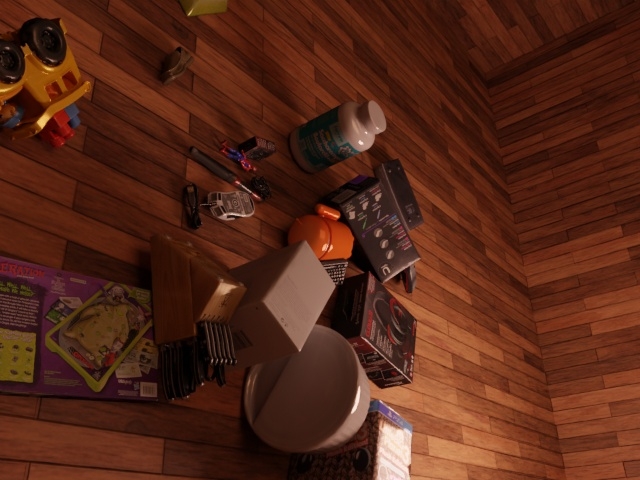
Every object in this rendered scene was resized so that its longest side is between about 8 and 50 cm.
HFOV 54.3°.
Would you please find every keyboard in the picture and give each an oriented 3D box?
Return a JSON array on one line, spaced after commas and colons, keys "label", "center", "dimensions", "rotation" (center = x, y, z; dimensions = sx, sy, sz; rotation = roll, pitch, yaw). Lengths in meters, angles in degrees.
[{"label": "keyboard", "center": [-0.005, 0.104, 1.617], "dimensions": [0.180, 0.108, 0.023], "rotation": [-4, 31, -41]}]

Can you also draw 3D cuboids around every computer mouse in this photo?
[{"label": "computer mouse", "center": [-0.232, -0.076, 1.436], "dimensions": [0.193, 0.042, 0.106], "rotation": [-1, 69, -50]}]

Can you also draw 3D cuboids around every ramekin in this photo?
[{"label": "ramekin", "center": [-0.019, 0.325, 1.327], "dimensions": [0.127, 0.273, 0.273], "rotation": [49, 35, -49]}]

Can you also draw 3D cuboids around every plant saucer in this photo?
[{"label": "plant saucer", "center": [-0.327, -0.693, 1.641], "dimensions": [0.188, 0.045, 0.188], "rotation": [63, 32, -9]}]

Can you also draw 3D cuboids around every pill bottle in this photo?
[{"label": "pill bottle", "center": [0.052, -0.301, 1.770], "dimensions": [0.146, 0.264, 0.146], "rotation": [32, 47, -43]}]

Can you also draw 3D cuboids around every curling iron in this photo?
[{"label": "curling iron", "center": [-0.217, -0.160, 1.509], "dimensions": [0.274, 0.035, 0.068], "rotation": [26, 48, -48]}]

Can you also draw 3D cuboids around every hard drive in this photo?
[{"label": "hard drive", "center": [0.279, -0.160, 2.220], "dimensions": [0.172, 0.054, 0.254], "rotation": [-25, 93, -58]}]

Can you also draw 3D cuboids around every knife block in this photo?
[{"label": "knife block", "center": [-0.261, 0.151, 1.169], "dimensions": [0.276, 0.242, 0.088], "rotation": [34, 5, 31]}]

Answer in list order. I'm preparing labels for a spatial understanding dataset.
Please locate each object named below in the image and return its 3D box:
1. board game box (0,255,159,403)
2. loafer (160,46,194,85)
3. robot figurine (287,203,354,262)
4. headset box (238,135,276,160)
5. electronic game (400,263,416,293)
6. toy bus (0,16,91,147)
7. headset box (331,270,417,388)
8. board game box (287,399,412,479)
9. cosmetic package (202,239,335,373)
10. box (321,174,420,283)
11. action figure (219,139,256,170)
[{"label": "board game box", "center": [-0.417, 0.155, 1.027], "dimensions": [0.347, 0.056, 0.208], "rotation": [23, 58, -49]}, {"label": "loafer", "center": [-0.342, -0.407, 1.451], "dimensions": [0.050, 0.056, 0.148], "rotation": [51, 26, -24]}, {"label": "robot figurine", "center": [0.000, -0.002, 1.652], "dimensions": [0.219, 0.158, 0.128], "rotation": [11, 36, -53]}, {"label": "headset box", "center": [-0.165, -0.236, 1.602], "dimensions": [0.083, 0.062, 0.032], "rotation": [10, 64, -55]}, {"label": "electronic game", "center": [0.266, 0.057, 2.003], "dimensions": [0.229, 0.048, 0.229], "rotation": [-10, 90, -89]}, {"label": "toy bus", "center": [-0.503, -0.245, 1.059], "dimensions": [0.220, 0.149, 0.211], "rotation": [-61, 138, -48]}, {"label": "headset box", "center": [0.145, 0.245, 1.739], "dimensions": [0.293, 0.110, 0.218], "rotation": [45, 40, -32]}, {"label": "board game box", "center": [0.059, 0.522, 1.343], "dimensions": [0.141, 0.232, 0.291], "rotation": [44, 39, -34]}, {"label": "cosmetic package", "center": [-0.121, 0.139, 1.302], "dimensions": [0.138, 0.224, 0.224], "rotation": [56, 35, -19]}, {"label": "box", "center": [0.144, -0.036, 1.797], "dimensions": [0.270, 0.143, 0.165], "rotation": [60, -10, -18]}, {"label": "action figure", "center": [-0.202, -0.207, 1.565], "dimensions": [0.115, 0.030, 0.038], "rotation": [39, 38, -41]}]
